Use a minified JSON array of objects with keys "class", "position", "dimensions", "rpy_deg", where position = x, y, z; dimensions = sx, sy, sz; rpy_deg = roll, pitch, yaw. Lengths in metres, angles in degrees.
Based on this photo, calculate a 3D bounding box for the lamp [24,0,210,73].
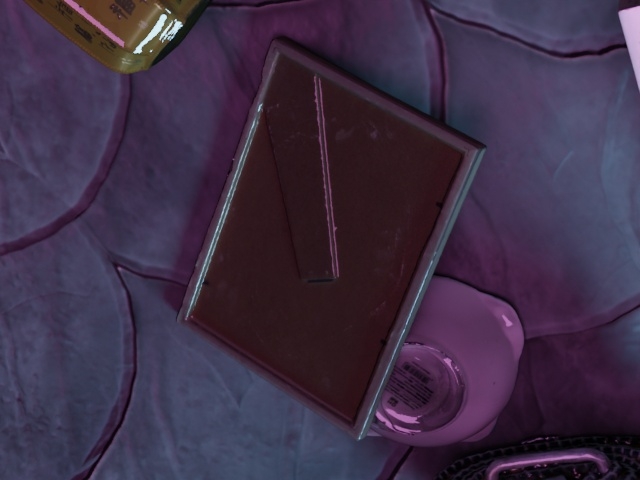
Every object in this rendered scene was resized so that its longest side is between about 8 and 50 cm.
[{"class":"lamp","position":[-0.197,-0.259,1.497],"dimensions":[0.185,0.161,0.161],"rpy_deg":[42,112,-3]}]

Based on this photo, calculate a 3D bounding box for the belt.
[{"class":"belt","position":[0.249,0.285,1.580],"dimensions":[0.295,0.207,0.160],"rpy_deg":[-6,111,16]}]

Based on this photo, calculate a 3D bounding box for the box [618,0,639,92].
[{"class":"box","position":[0.301,-0.180,1.425],"dimensions":[0.048,0.152,0.100],"rpy_deg":[-11,107,18]}]

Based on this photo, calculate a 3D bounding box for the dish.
[{"class":"dish","position":[0.092,0.124,1.620],"dimensions":[0.224,0.078,0.246],"rpy_deg":[-34,100,22]}]

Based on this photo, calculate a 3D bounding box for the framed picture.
[{"class":"framed picture","position":[0.000,0.000,1.576],"dimensions":[0.247,0.022,0.335],"rpy_deg":[31,115,23]}]
